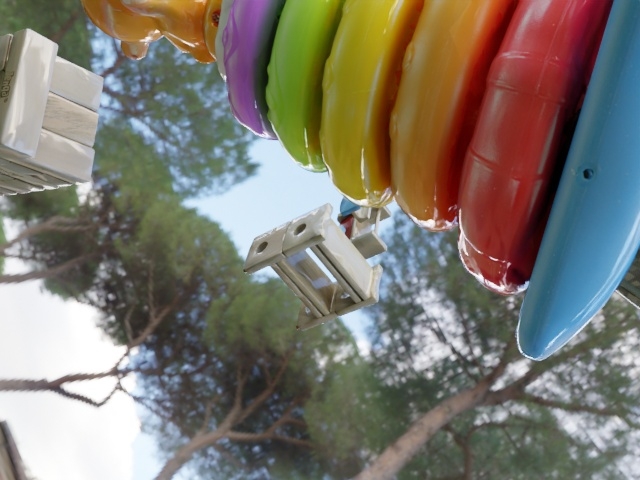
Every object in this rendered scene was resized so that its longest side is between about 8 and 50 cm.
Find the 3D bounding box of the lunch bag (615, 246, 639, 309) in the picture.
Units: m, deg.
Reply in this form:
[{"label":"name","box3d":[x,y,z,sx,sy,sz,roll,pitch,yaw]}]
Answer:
[{"label":"lunch bag","box3d":[0.269,-0.060,0.664,0.212,0.305,0.256,-40,-86,18]}]

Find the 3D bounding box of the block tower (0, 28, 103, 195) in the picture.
[{"label":"block tower","box3d":[-0.321,-0.087,0.753,0.335,0.097,0.091,-4,-106,36]}]

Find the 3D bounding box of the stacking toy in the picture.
[{"label":"stacking toy","box3d":[0.014,-0.086,0.422,0.301,0.165,0.175,19,-65,19]}]

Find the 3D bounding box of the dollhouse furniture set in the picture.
[{"label":"dollhouse furniture set","box3d":[0.000,0.000,1.216,0.128,0.184,0.129,-24,-58,28]}]
